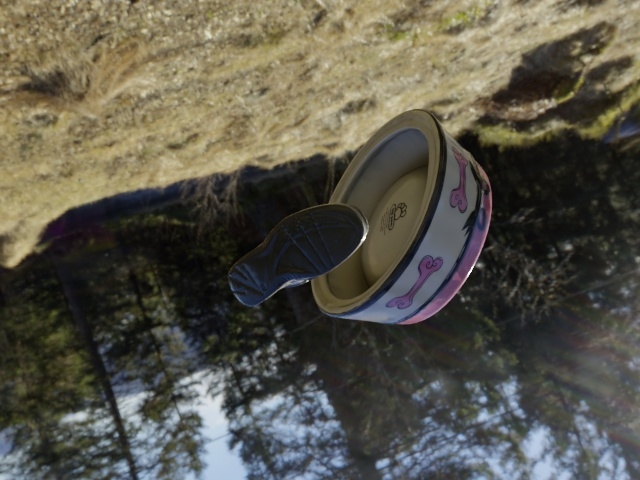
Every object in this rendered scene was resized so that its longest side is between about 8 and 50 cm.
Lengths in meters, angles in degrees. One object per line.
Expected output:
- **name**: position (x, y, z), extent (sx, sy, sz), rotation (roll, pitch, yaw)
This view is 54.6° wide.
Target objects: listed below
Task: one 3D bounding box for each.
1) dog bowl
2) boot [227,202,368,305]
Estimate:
- **dog bowl**: position (0.147, -0.027, 1.151), extent (0.151, 0.407, 0.408), rotation (25, 151, -21)
- **boot**: position (-0.002, -0.001, 0.860), extent (0.236, 0.085, 0.179), rotation (-32, 178, 36)
